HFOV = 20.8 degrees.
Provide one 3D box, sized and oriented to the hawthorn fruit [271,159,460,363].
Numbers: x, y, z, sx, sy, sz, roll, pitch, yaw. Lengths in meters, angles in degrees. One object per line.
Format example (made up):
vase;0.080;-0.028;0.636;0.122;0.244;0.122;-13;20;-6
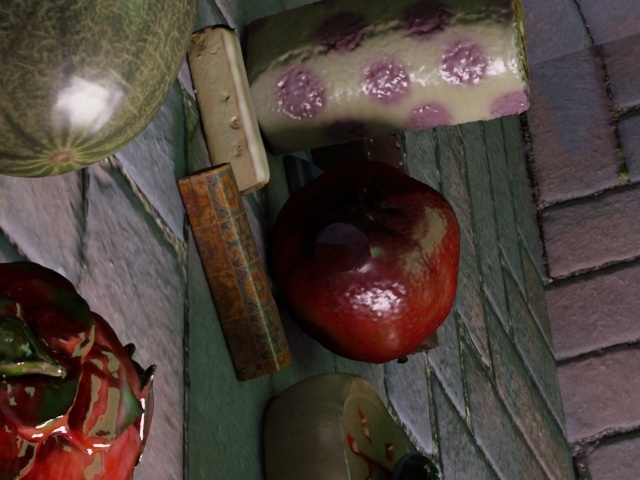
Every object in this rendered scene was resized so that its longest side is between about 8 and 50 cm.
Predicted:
hawthorn fruit;0.066;0.050;2.027;0.266;0.210;0.230;66;32;-31

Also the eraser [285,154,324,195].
eraser;0.000;0.000;2.174;0.082;0.036;0.225;36;41;-64

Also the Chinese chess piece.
Chinese chess piece;0.024;0.266;1.866;0.250;0.103;0.250;-16;90;-73

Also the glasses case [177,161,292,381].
glasses case;-0.085;0.030;1.802;0.075;0.049;0.218;-38;112;-74

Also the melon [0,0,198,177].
melon;-0.203;-0.194;1.233;0.237;0.237;0.302;36;43;-67

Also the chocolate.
chocolate;0.065;-0.005;2.310;0.112;0.112;0.321;24;52;-59

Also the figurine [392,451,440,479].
figurine;0.104;0.261;1.878;0.060;0.047;0.106;-66;162;-6

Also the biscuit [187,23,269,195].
biscuit;-0.100;-0.143;1.912;0.052;0.056;0.188;11;65;-74

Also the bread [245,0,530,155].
bread;0.083;-0.222;2.127;0.155;0.338;0.187;69;14;-45

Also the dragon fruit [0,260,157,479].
dragon fruit;-0.196;0.122;1.044;0.274;0.193;0.192;95;-4;-54
